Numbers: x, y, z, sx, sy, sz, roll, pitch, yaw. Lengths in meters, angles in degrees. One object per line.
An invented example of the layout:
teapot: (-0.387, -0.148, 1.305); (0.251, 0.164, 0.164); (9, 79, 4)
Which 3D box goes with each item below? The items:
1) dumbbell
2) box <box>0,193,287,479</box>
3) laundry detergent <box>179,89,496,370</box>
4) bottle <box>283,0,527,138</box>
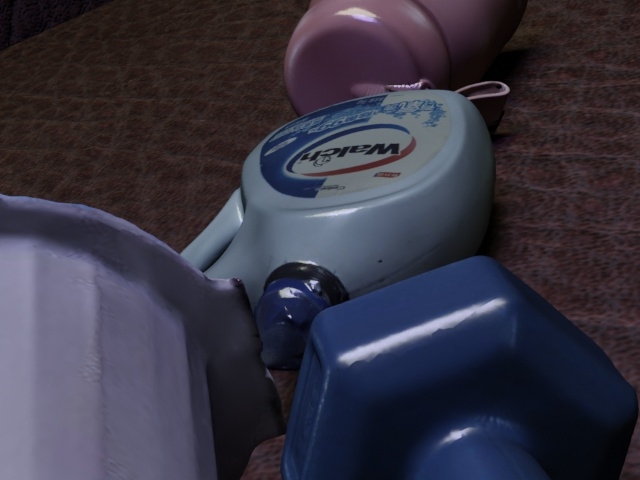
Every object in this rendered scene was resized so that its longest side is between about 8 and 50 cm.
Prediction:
dumbbell: (0.075, 0.127, 0.442); (0.143, 0.156, 0.316); (-48, 20, 9)
box: (-0.150, 0.147, 0.513); (0.291, 0.262, 0.206); (-53, 27, 19)
laundry detergent: (0.000, 0.000, 0.855); (0.215, 0.105, 0.280); (-8, 26, 25)
bottle: (0.091, -0.188, 1.146); (0.206, 0.173, 0.297); (23, 35, 10)
